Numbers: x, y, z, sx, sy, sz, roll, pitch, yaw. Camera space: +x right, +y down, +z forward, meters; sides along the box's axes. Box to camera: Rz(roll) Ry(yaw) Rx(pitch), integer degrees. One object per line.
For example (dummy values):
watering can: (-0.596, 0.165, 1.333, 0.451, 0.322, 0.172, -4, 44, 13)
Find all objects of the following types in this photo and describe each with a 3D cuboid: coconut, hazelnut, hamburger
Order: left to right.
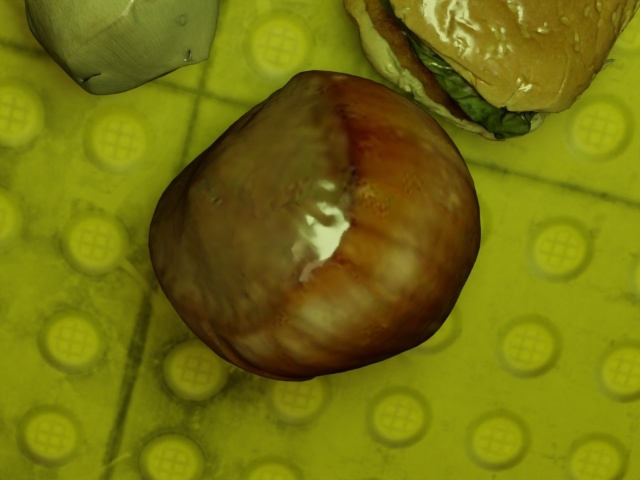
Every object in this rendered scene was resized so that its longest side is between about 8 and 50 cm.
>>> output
coconut: (-0.207, -0.255, 1.598, 0.224, 0.224, 0.224, 0, 107, -1)
hazelnut: (0.000, 0.000, 1.637, 0.372, 0.315, 0.372, -6, 137, -5)
hamburger: (0.189, -0.213, 1.595, 0.329, 0.162, 0.209, 9, 83, -20)
